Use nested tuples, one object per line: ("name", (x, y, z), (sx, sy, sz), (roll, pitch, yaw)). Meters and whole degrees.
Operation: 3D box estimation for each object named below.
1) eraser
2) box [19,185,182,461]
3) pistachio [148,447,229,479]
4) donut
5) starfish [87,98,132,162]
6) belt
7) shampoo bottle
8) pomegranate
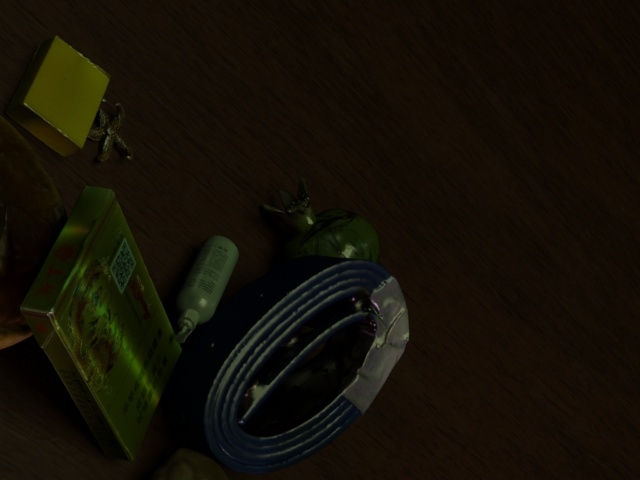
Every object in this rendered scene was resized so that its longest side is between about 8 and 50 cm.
("eraser", (-0.328, -0.183, 1.421), (0.097, 0.045, 0.122), (39, 50, -31))
("box", (-0.243, 0.104, 1.298), (0.311, 0.043, 0.173), (77, 26, -50))
("pistachio", (-0.154, 0.348, 1.388), (0.126, 0.108, 0.185), (-140, -144, -86))
("donut", (-0.430, -0.007, 1.173), (0.330, 0.160, 0.330), (29, 49, -39))
("starfish", (-0.276, -0.138, 1.477), (0.078, 0.028, 0.091), (31, 58, -34))
("belt", (-0.037, 0.161, 1.487), (0.347, 0.117, 0.212), (-40, 113, -27))
("shampoo bottle", (-0.158, 0.070, 1.480), (0.056, 0.056, 0.195), (52, 32, -22))
("pomegranate", (0.000, 0.000, 1.658), (0.152, 0.131, 0.191), (-40, 100, -44))
